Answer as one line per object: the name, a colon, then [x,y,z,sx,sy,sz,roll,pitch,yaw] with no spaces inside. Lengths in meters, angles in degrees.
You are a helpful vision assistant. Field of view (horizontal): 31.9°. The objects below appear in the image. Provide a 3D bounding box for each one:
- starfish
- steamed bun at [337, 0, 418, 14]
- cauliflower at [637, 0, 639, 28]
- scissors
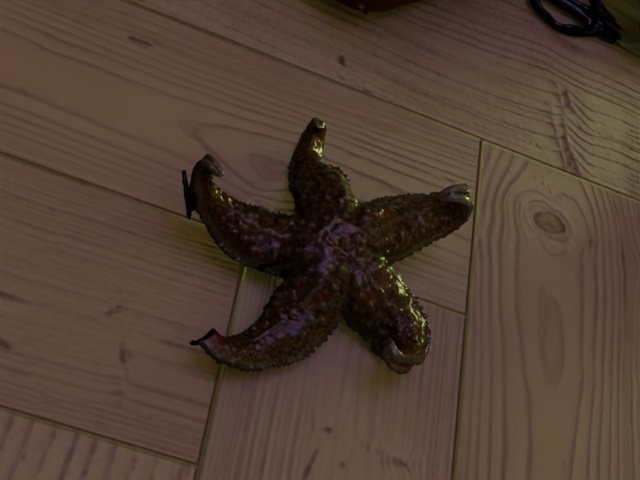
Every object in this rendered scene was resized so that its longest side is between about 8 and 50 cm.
starfish: [0.000,-0.004,1.115,0.303,0.113,0.312,17,58,-15]
steamed bun: [0.131,-0.449,1.366,0.379,0.235,0.248,-26,80,-34]
cauliflower: [0.521,-0.351,1.534,0.315,0.239,0.256,57,43,-37]
scissors: [0.418,-0.276,1.530,0.300,0.022,0.109,29,56,-6]
